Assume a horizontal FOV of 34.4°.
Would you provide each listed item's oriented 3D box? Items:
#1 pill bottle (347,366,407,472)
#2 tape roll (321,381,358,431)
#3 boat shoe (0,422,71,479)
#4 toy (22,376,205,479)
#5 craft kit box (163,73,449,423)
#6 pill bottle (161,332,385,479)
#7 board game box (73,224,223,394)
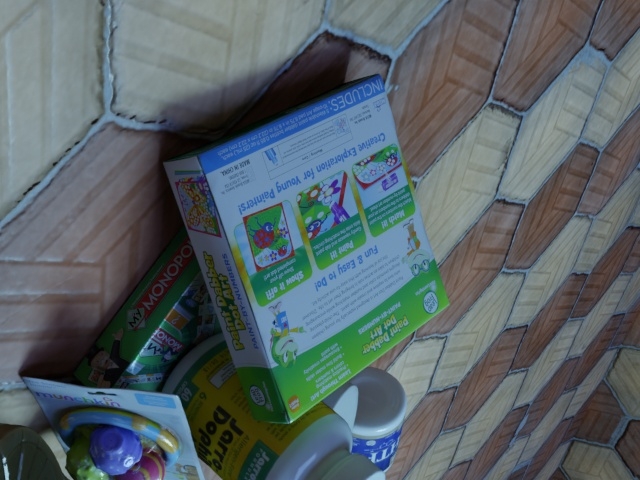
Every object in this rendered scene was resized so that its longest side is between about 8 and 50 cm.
[{"bbox_3d":[0.059,0.277,1.483,0.112,0.112,0.186,-37,150,-32],"label":"pill bottle"},{"bbox_3d":[-0.056,0.344,1.239,0.392,0.072,0.392,20,90,-79],"label":"tape roll"},{"bbox_3d":[-0.264,0.247,0.892,0.302,0.098,0.109,77,25,-50],"label":"boat shoe"},{"bbox_3d":[-0.183,0.206,0.949,0.237,0.137,0.056,85,12,-57],"label":"toy"},{"bbox_3d":[0.000,0.000,0.949,0.250,0.061,0.246,-29,105,-42],"label":"craft kit box"},{"bbox_3d":[-0.045,0.189,0.976,0.117,0.208,0.117,-40,151,-27],"label":"pill bottle"},{"bbox_3d":[-0.094,0.090,1.068,0.213,0.046,0.317,-53,155,-2],"label":"board game box"}]
